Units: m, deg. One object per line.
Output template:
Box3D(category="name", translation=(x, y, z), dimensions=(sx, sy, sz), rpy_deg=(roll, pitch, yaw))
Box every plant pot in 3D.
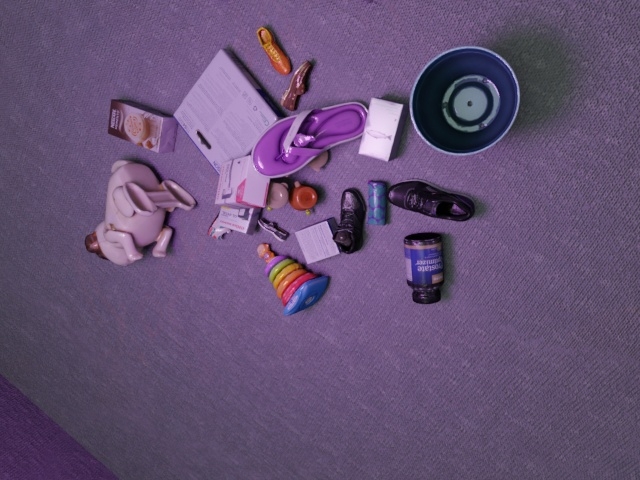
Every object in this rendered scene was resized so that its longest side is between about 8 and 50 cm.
Box3D(category="plant pot", translation=(0.407, -0.385, 1.324), dimensions=(0.272, 0.255, 0.271), rpy_deg=(6, 106, 20))

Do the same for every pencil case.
Box3D(category="pencil case", translation=(0.187, -0.124, 1.587), dimensions=(0.070, 0.065, 0.151), rpy_deg=(22, 116, 57))

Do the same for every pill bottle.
Box3D(category="pill bottle", translation=(0.341, 0.091, 1.552), dimensions=(0.123, 0.123, 0.219), rpy_deg=(-2, 103, 22))

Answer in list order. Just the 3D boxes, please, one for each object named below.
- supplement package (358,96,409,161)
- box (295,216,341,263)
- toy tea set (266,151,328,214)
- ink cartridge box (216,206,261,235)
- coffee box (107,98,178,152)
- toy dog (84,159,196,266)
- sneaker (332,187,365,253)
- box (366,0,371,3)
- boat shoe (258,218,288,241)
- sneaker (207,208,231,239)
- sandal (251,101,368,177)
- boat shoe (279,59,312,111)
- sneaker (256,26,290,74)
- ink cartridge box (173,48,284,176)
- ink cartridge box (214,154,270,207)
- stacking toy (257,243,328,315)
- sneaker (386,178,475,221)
Box3D(category="supplement package", translation=(0.201, -0.352, 1.498), dimensions=(0.105, 0.105, 0.179), rpy_deg=(18, 110, 16))
Box3D(category="box", translation=(0.000, 0.000, 1.691), dimensions=(0.137, 0.072, 0.126), rpy_deg=(-19, 96, 26))
Box3D(category="toy tea set", translation=(-0.088, -0.252, 1.641), dimensions=(0.200, 0.124, 0.335), rpy_deg=(14, 91, -17))
Box3D(category="ink cartridge box", translation=(-0.291, -0.119, 1.744), dimensions=(0.128, 0.072, 0.174), rpy_deg=(16, 89, 13))
Box3D(category="coffee box", translation=(-0.687, -0.443, 1.832), dimensions=(0.247, 0.098, 0.141), rpy_deg=(21, 110, 15))
Box3D(category="toy dog", translation=(-0.765, -0.076, 1.866), dimensions=(0.395, 0.285, 0.407), rpy_deg=(41, 117, 8))
Box3D(category="sneaker", translation=(0.097, -0.060, 1.607), dimensions=(0.087, 0.130, 0.227), rpy_deg=(6, 104, 18))
Box3D(category="box", translation=(0.128, -0.840, 1.390), dimensions=(0.182, 0.119, 0.181), rpy_deg=(47, 116, 4))
Box3D(category="boat shoe", translation=(-0.176, -0.047, 1.763), dimensions=(0.125, 0.046, 0.038), rpy_deg=(39, 115, 5))
Box3D(category="sneaker", translation=(-0.371, -0.072, 1.838), dimensions=(0.075, 0.057, 0.161), rpy_deg=(31, 107, -17))
Box3D(category="sandal", translation=(-0.031, -0.338, 1.491), dimensions=(0.417, 0.102, 0.169), rpy_deg=(-29, 95, -9))
Box3D(category="boat shoe", translation=(-0.071, -0.516, 1.590), dimensions=(0.060, 0.064, 0.178), rpy_deg=(37, 121, 3))
Box3D(category="sneaker", translation=(-0.162, -0.631, 1.590), dimensions=(0.064, 0.067, 0.175), rpy_deg=(-33, 92, 24))
Box3D(category="ink cartridge box", translation=(-0.336, -0.446, 1.702), dimensions=(0.330, 0.071, 0.324), rpy_deg=(-41, 84, 30))
Box3D(category="ink cartridge box", translation=(-0.263, -0.192, 1.599), dimensions=(0.218, 0.092, 0.158), rpy_deg=(2, 81, 56))
Box3D(category="stacking toy", translation=(-0.138, 0.116, 1.753), dimensions=(0.302, 0.166, 0.175), rpy_deg=(46, 120, 21))
Box3D(category="sneaker", translation=(0.341, -0.126, 1.492), dimensions=(0.284, 0.124, 0.107), rpy_deg=(13, 108, 19))
